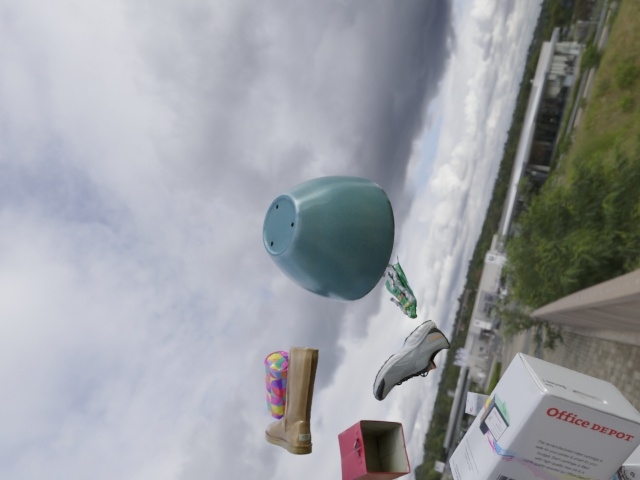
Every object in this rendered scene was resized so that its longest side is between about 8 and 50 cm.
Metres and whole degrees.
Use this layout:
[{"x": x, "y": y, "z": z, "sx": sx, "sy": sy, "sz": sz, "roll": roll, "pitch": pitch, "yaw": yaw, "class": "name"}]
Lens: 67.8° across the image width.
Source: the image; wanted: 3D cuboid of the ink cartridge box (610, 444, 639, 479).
[{"x": 0.621, "y": 0.521, "z": 0.961, "sx": 0.198, "sy": 0.270, "sz": 0.197, "roll": 13, "pitch": -109, "yaw": -66, "class": "ink cartridge box"}]

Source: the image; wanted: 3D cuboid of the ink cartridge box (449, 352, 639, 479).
[{"x": 0.388, "y": 0.361, "z": 0.839, "sx": 0.117, "sy": 0.201, "sz": 0.278, "roll": -88, "pitch": 18, "yaw": -67, "class": "ink cartridge box"}]

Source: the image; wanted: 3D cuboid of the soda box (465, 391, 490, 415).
[{"x": 0.578, "y": 0.536, "z": 1.509, "sx": 0.074, "sy": 0.216, "sz": 0.069, "roll": 118, "pitch": 164, "yaw": -76, "class": "soda box"}]

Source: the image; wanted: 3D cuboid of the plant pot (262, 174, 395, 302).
[{"x": -0.009, "y": -0.018, "z": 1.042, "sx": 0.195, "sy": 0.290, "sz": 0.290, "roll": 12, "pitch": -89, "yaw": -37, "class": "plant pot"}]

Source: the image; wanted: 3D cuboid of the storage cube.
[{"x": 0.192, "y": 0.797, "z": 1.788, "sx": 0.193, "sy": 0.215, "sz": 0.184, "roll": 126, "pitch": 147, "yaw": -45, "class": "storage cube"}]

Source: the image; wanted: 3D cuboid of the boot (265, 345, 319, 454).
[{"x": -0.076, "y": 0.436, "z": 1.342, "sx": 0.089, "sy": 0.236, "sz": 0.269, "roll": 9, "pitch": -103, "yaw": -31, "class": "boot"}]

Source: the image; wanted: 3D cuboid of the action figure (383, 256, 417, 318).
[{"x": 0.266, "y": 0.172, "z": 1.578, "sx": 0.232, "sy": 0.063, "sz": 0.137, "roll": -115, "pitch": 29, "yaw": -49, "class": "action figure"}]

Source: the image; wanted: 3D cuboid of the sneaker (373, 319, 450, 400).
[{"x": 0.246, "y": 0.348, "z": 1.314, "sx": 0.271, "sy": 0.108, "sz": 0.100, "roll": -51, "pitch": -25, "yaw": 10, "class": "sneaker"}]

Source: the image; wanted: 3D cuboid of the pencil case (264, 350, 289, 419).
[{"x": -0.129, "y": 0.476, "z": 1.558, "sx": 0.104, "sy": 0.104, "sz": 0.236, "roll": -48, "pitch": -38, "yaw": -53, "class": "pencil case"}]
